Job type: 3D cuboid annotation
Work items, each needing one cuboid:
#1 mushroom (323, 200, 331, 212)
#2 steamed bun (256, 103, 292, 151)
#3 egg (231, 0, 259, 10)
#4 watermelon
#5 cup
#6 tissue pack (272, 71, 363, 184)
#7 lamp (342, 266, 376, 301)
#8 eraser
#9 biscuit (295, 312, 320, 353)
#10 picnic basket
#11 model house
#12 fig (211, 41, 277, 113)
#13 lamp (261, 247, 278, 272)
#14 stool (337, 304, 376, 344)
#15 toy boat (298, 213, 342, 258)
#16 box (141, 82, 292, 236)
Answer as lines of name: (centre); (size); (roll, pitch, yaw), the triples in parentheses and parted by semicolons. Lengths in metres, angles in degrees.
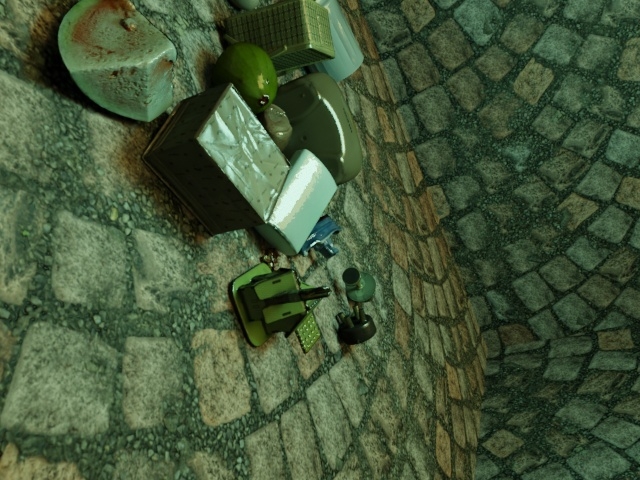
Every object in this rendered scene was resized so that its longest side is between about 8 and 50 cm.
mushroom: (-0.034, -0.136, 2.029); (0.071, 0.084, 0.209); (35, 23, 21)
steamed bun: (-0.158, -0.336, 1.789); (0.106, 0.144, 0.175); (11, 43, -23)
egg: (-0.265, -0.852, 1.942); (0.135, 0.103, 0.103); (44, 37, -48)
watermelon: (-0.424, -0.407, 1.213); (0.289, 0.214, 0.319); (-46, 128, -60)
cup: (-0.005, -0.864, 2.374); (0.326, 0.237, 0.322); (54, 2, -35)
tissue pack: (-0.015, -0.372, 1.968); (0.386, 0.268, 0.277); (69, 24, -9)
lamp: (0.147, 0.167, 2.139); (0.214, 0.121, 0.121); (53, 30, -60)
eraser: (-0.077, -0.117, 1.752); (0.189, 0.104, 0.290); (48, 58, -29)
biscuit: (-0.063, 0.231, 1.800); (0.231, 0.016, 0.139); (70, 24, -9)
picnic basket: (-0.134, -0.647, 1.855); (0.228, 0.313, 0.175); (-21, 103, -66)
model house: (-0.063, 0.150, 1.543); (0.218, 0.279, 0.204); (-39, 112, -62)
fig: (-0.208, -0.471, 1.686); (0.225, 0.203, 0.203); (45, 5, 37)
lamp: (-0.147, 0.056, 1.716); (0.063, 0.031, 0.083); (64, 22, -20)
stool: (0.133, 0.296, 2.043); (0.217, 0.125, 0.121); (-51, 119, -72)
toy boat: (0.000, 0.000, 1.930); (0.142, 0.129, 0.309); (57, 27, 0)
box: (-0.247, -0.196, 1.434); (0.297, 0.191, 0.225); (54, 42, -37)
